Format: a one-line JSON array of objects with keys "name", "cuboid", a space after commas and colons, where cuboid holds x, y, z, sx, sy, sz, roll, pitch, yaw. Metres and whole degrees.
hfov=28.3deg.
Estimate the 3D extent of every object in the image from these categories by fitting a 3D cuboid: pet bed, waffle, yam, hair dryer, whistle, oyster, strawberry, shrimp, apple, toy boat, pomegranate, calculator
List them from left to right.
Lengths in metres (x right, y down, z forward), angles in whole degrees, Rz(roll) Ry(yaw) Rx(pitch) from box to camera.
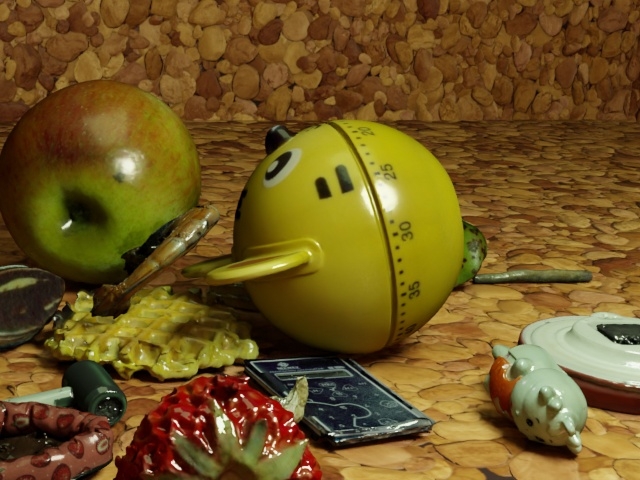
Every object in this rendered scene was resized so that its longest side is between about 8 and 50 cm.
[{"name": "toy boat", "cuboid": [-0.458, 0.101, 1.770, 0.115, 0.114, 0.262, -26, -3, 32]}, {"name": "pet bed", "cuboid": [-0.331, 0.229, 1.399, 0.201, 0.053, 0.201, -1, 14, 0]}, {"name": "hair dryer", "cuboid": [-0.339, 0.201, 1.530, 0.198, 0.057, 0.100, -12, 20, -22]}, {"name": "apple", "cuboid": [-0.363, -0.088, 2.074, 0.339, 0.339, 0.339, 4, 15, -1]}, {"name": "shrimp", "cuboid": [-0.252, 0.041, 1.800, 0.222, 0.054, 0.290, -46, 11, -27]}, {"name": "waffle", "cuboid": [-0.246, 0.123, 1.813, 0.307, 0.060, 0.312, 0, 15, -23]}, {"name": "strawberry", "cuboid": [-0.118, 0.229, 1.220, 0.205, 0.205, 0.244, -1, 1, -21]}, {"name": "oyster", "cuboid": [-0.100, 0.225, 1.487, 0.200, 0.061, 0.106, -8, 35, -12]}, {"name": "waffle", "cuboid": [-0.117, 0.071, 2.075, 0.102, 0.042, 0.148, 7, 15, 15]}, {"name": "calculator", "cuboid": [0.019, 0.201, 1.649, 0.166, 0.028, 0.274, -3, 16, -27]}, {"name": "pomegranate", "cuboid": [0.225, 0.014, 2.235, 0.143, 0.122, 0.169, -21, 3, 31]}, {"name": "whistle", "cuboid": [0.270, 0.191, 1.614, 0.106, 0.101, 0.253, -2, 18, -11]}, {"name": "yam", "cuboid": [0.382, 0.065, 2.275, 0.234, 0.027, 0.029, -1, 42, -17]}]

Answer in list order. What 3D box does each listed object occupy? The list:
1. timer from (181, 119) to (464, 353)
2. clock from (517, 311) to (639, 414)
[{"name": "timer", "cuboid": [0.000, 0.000, 1.816, 0.387, 0.376, 0.376, -12, 18, -12]}, {"name": "clock", "cuboid": [0.442, 0.161, 1.819, 0.318, 0.080, 0.318, 4, 15, -1]}]
